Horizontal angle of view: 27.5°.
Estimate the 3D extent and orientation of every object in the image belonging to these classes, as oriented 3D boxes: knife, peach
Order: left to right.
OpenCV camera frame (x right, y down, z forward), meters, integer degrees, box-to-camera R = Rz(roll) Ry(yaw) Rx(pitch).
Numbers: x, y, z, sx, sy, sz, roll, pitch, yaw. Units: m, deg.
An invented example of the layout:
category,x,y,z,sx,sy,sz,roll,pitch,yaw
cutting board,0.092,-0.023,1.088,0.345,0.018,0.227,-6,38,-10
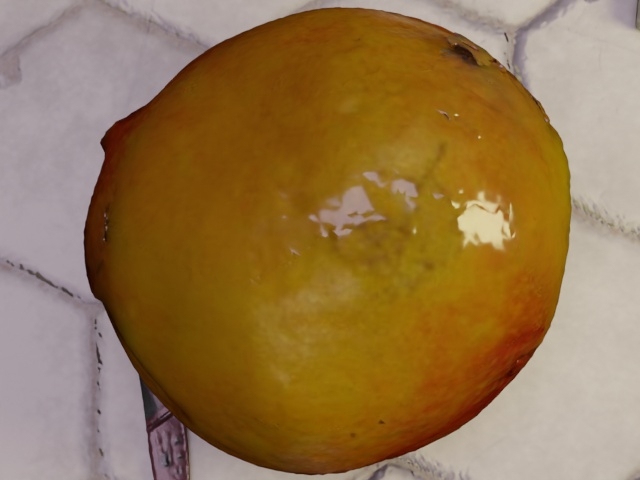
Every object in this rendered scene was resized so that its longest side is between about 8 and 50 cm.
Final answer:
category,x,y,z,sx,sy,sz,roll,pitch,yaw
knife,-0.135,0.142,1.120,0.035,0.018,0.247,-10,80,2
peach,0.000,-0.001,0.987,0.373,0.290,0.372,1,114,3

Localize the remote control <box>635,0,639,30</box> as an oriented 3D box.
category,x,y,z,sx,sy,sz,roll,pitch,yaw
remote control,0.326,-0.271,1.139,0.087,0.029,0.190,7,79,8
